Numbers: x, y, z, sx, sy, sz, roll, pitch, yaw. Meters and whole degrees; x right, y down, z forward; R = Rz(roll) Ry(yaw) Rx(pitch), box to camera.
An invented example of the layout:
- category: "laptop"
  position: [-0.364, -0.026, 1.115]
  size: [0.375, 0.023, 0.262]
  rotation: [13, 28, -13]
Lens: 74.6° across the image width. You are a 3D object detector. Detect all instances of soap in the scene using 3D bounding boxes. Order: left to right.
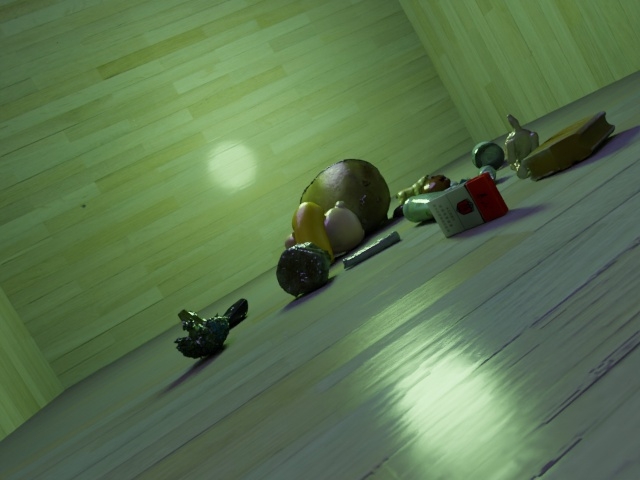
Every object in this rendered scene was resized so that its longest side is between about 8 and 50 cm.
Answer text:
- category: "soap"
  position: [0.640, -0.245, 1.085]
  size: [0.232, 0.073, 0.140]
  rotation: [-33, 0, -33]

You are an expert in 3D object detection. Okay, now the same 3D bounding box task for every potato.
- category: "potato"
  position: [0.134, -0.128, 2.015]
  size: [0.442, 0.319, 0.385]
  rotation: [-37, -41, 28]

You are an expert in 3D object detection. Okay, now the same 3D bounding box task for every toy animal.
- category: "toy animal"
  position: [-0.011, -0.019, 1.791]
  size: [0.345, 0.277, 0.247]
  rotation: [-35, -8, -31]
- category: "toy animal"
  position: [0.498, -0.259, 2.243]
  size: [0.218, 0.101, 0.103]
  rotation: [-29, 2, 12]
- category: "toy animal"
  position: [0.595, -0.292, 1.255]
  size: [0.104, 0.184, 0.185]
  rotation: [-19, 8, 30]

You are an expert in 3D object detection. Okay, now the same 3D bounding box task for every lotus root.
- category: "lotus root"
  position: [0.374, -0.138, 1.953]
  size: [0.099, 0.049, 0.054]
  rotation: [-35, 3, 20]

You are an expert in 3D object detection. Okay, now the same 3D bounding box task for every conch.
- category: "conch"
  position: [0.552, -0.212, 1.425]
  size: [0.088, 0.065, 0.180]
  rotation: [-38, 7, 9]

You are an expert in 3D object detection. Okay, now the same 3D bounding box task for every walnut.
- category: "walnut"
  position: [0.461, -0.203, 1.664]
  size: [0.115, 0.116, 0.207]
  rotation: [-28, 3, 31]

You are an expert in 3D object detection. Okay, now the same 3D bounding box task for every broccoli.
- category: "broccoli"
  position: [-0.351, 0.264, 1.233]
  size: [0.167, 0.160, 0.154]
  rotation: [-43, -19, -24]

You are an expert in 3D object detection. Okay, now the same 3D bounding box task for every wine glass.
- category: "wine glass"
  position: [0.707, -0.359, 1.784]
  size: [0.126, 0.126, 0.241]
  rotation: [-28, 6, 21]

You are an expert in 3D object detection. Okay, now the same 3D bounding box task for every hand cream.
- category: "hand cream"
  position: [0.371, -0.118, 1.334]
  size: [0.147, 0.093, 0.306]
  rotation: [-25, 4, -19]

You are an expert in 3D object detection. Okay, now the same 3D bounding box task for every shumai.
- category: "shumai"
  position: [-0.047, 0.097, 1.384]
  size: [0.184, 0.184, 0.142]
  rotation: [-28, -20, 19]

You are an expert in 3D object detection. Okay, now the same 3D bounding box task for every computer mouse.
- category: "computer mouse"
  position: [-0.320, 0.282, 1.566]
  size: [0.099, 0.057, 0.172]
  rotation: [-25, 17, 32]

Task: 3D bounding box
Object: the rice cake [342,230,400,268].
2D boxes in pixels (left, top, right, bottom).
- category: "rice cake"
  position: [0.162, 0.032, 1.357]
  size: [0.207, 0.033, 0.033]
  rotation: [-30, 2, 4]

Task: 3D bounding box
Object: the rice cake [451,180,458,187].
- category: "rice cake"
  position: [0.571, -0.244, 1.914]
  size: [0.080, 0.042, 0.222]
  rotation: [-30, 2, 11]

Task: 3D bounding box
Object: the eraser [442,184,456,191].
- category: "eraser"
  position: [0.439, -0.147, 1.507]
  size: [0.122, 0.052, 0.029]
  rotation: [-28, 5, 17]

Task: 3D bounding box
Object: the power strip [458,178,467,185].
- category: "power strip"
  position: [0.509, -0.186, 1.461]
  size: [0.056, 0.032, 0.123]
  rotation: [14, 21, 20]

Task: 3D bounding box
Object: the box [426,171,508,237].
- category: "box"
  position: [0.337, -0.080, 0.972]
  size: [0.152, 0.100, 0.048]
  rotation: [-27, 7, 44]
